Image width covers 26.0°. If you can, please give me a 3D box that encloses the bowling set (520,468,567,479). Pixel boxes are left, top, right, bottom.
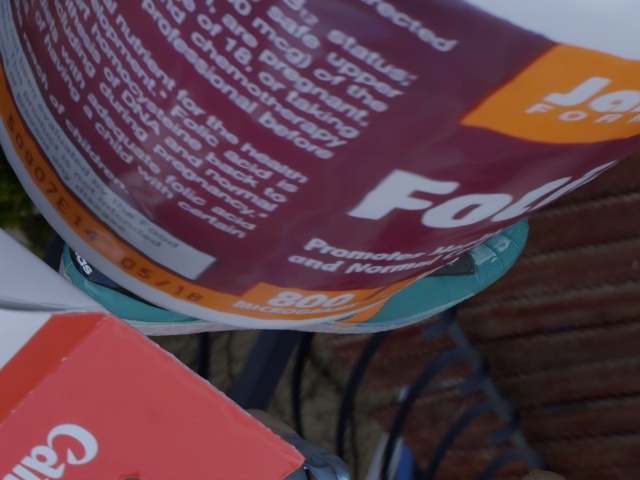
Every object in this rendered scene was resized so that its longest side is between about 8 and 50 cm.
[{"bbox_3d":[0.115,0.257,0.731,0.154,0.287,0.200,-7,111,0],"label":"bowling set"}]

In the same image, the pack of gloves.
[{"bbox_3d":[-0.097,0.165,0.987,0.195,0.046,0.232,0,-176,-20],"label":"pack of gloves"}]

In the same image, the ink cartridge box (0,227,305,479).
[{"bbox_3d":[-0.152,0.058,0.451,0.232,0.066,0.189,42,128,-7],"label":"ink cartridge box"}]

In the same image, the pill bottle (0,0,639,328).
[{"bbox_3d":[0.040,-0.123,0.411,0.224,0.224,0.392,34,154,-10],"label":"pill bottle"}]

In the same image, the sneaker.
[{"bbox_3d":[0.000,0.000,0.829,0.302,0.108,0.121,-8,169,-18],"label":"sneaker"}]
